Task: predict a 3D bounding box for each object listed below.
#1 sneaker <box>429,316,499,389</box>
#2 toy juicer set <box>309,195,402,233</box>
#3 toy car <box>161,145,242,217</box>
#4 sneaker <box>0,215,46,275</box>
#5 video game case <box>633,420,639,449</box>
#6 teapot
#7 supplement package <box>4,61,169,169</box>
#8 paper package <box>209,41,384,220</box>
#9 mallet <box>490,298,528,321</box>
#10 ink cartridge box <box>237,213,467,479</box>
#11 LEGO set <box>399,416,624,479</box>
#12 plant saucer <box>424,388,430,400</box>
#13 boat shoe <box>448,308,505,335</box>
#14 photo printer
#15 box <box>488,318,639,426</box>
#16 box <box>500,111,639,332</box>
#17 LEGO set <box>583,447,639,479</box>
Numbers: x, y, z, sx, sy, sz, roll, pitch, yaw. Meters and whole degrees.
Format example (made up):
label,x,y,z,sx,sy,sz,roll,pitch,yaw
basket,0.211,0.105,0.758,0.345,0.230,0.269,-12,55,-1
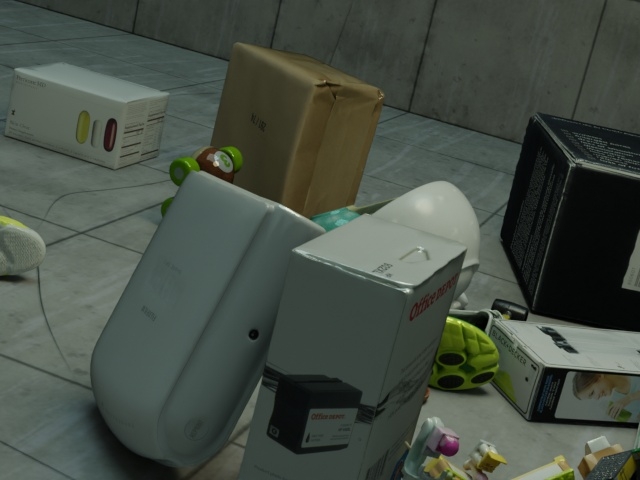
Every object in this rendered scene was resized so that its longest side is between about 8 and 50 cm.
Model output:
label,x,y,z,sx,sy,sz,roll,pitch,yaw
sneaker,0.115,0.127,1.738,0.296,0.109,0.123,15,20,7
toy juicer set,0.000,0.000,2.076,0.209,0.089,0.329,-14,2,43
toy car,-0.155,-0.070,2.131,0.188,0.149,0.155,26,25,25
sneaker,-0.515,-0.013,1.750,0.240,0.091,0.126,9,16,-11
video game case,0.501,0.246,1.594,0.183,0.023,0.201,-24,2,21
teapot,0.165,0.039,1.950,0.256,0.252,0.187,-25,75,-34
supplement package,-0.482,-0.264,2.516,0.262,0.145,0.204,17,16,14
paper package,-0.060,-0.193,2.315,0.168,0.309,0.325,5,19,-35
mallet,0.280,0.137,1.973,0.062,0.039,0.190,21,22,25
ink cartridge box,0.030,0.146,1.252,0.129,0.307,0.223,19,17,17
LEGO set,0.217,0.280,1.304,0.287,0.132,0.107,12,24,-27
plant saucer,0.107,0.202,1.653,0.084,0.013,0.083,13,17,-4
boat shoe,0.250,0.143,1.829,0.226,0.075,0.083,1,33,-23
photo printer,-0.138,0.087,1.331,0.107,0.307,0.256,29,-1,-29
box,0.398,0.195,1.771,0.290,0.087,0.169,7,18,-22
box,0.629,-0.024,2.311,0.480,0.297,0.472,12,18,-2
LEGO set,0.346,0.305,1.121,0.255,0.192,0.331,-21,-1,20
